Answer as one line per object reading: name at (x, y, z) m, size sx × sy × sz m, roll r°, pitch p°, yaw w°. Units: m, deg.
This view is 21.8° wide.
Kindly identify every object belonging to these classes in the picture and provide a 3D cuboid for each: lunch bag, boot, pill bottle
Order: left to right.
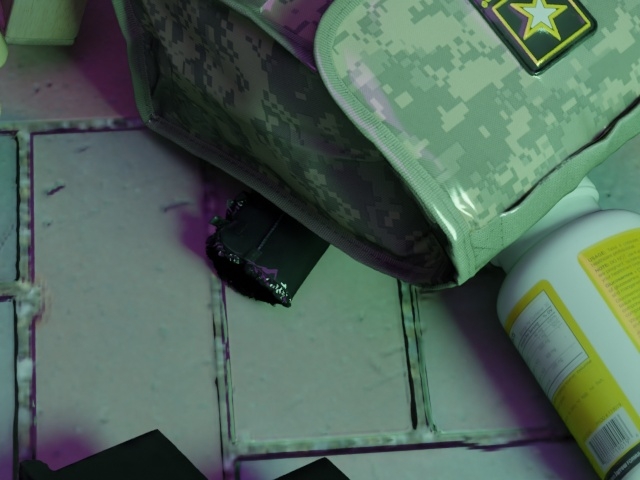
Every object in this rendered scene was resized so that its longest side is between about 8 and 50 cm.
boot at (0.000, 0.000, 0.977) m, size 0.121 × 0.045 × 0.099 m, roll 31°, pitch 62°, yaw 20°
lunch bag at (0.056, -0.120, 0.932) m, size 0.235 × 0.169 × 0.287 m, roll -39°, pitch 52°, yaw -26°
pill bottle at (0.163, 0.049, 0.928) m, size 0.103 × 0.103 × 0.184 m, roll -24°, pitch 66°, yaw -15°

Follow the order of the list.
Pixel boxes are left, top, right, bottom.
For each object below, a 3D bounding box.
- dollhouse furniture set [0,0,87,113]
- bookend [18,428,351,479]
dollhouse furniture set at (-0.302, -0.221, 0.925) m, size 0.355 × 0.174 × 0.303 m, roll -1°, pitch 52°, yaw -26°
bookend at (-0.052, 0.160, 0.867) m, size 0.156 × 0.072 × 0.157 m, roll -20°, pitch 44°, yaw -35°
